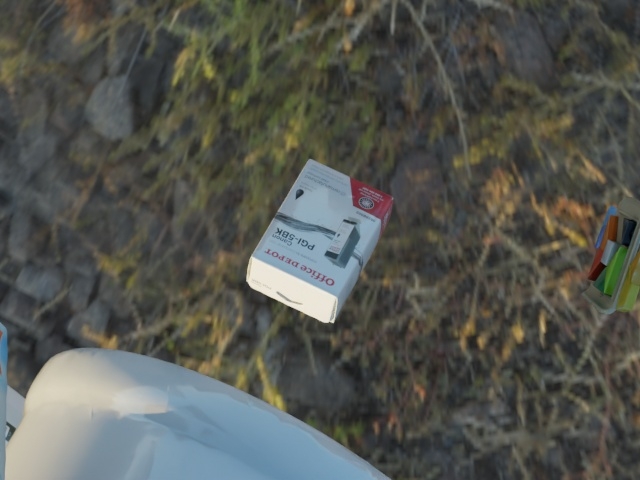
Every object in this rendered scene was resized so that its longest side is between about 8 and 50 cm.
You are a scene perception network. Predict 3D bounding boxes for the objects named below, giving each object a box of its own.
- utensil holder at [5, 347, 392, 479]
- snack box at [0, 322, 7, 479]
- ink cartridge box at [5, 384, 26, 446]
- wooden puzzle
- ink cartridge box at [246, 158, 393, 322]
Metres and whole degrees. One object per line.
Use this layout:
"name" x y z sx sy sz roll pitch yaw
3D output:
"utensil holder" -0.130 0.318 1.057 0.327 0.327 0.385 33 65 -10
"snack box" -0.303 0.173 0.880 0.322 0.187 0.060 -35 124 15
"ink cartridge box" -0.410 0.203 1.861 0.148 0.086 0.203 -19 127 43
"wooden puzzle" 0.188 0.008 1.055 0.014 0.116 0.078 22 90 -6
"ink cartridge box" 0.000 0.000 1.659 0.099 0.135 0.056 25 150 8
